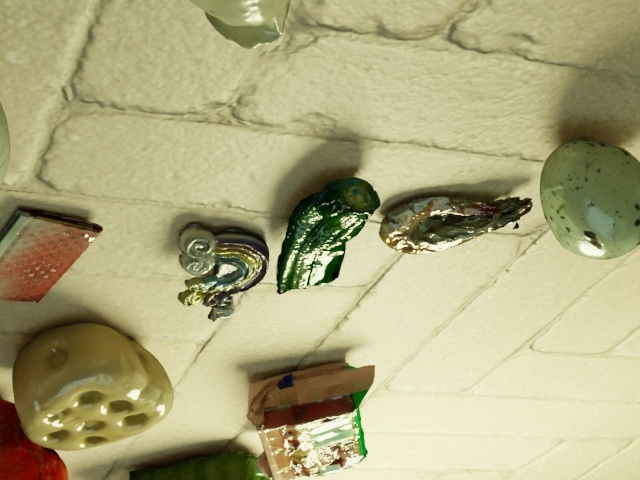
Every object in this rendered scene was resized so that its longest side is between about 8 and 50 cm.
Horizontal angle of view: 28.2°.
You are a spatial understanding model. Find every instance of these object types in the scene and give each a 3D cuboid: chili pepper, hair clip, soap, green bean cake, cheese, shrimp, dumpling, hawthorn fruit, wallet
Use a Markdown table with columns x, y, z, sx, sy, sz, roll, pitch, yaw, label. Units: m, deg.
| x | y | z | sx | sy | sz | roll | pitch | yaw | label |
| --- | --- | --- | --- | --- | --- | --- | --- | --- | --- |
| 0.000 | -0.002 | 1.511 | 0.098 | 0.061 | 0.224 | -3 | 152 | -22 | chili pepper |
| -0.120 | 0.033 | 1.563 | 0.116 | 0.049 | 0.172 | -14 | 146 | -20 | hair clip |
| -0.012 | 0.289 | 1.992 | 0.218 | 0.098 | 0.273 | -9 | 152 | 0 | soap |
| -0.190 | 0.473 | 2.207 | 0.250 | 0.156 | 0.247 | -15 | 149 | 11 | green bean cake |
| -0.310 | 0.199 | 1.721 | 0.218 | 0.117 | 0.235 | 6 | 147 | -28 | cheese |
| 0.164 | -0.024 | 1.543 | 0.190 | 0.042 | 0.101 | -11 | 144 | 5 | shrimp |
| -0.087 | -0.239 | 1.045 | 0.134 | 0.099 | 0.169 | 25 | 175 | 13 | dumpling |
| -0.454 | 0.325 | 1.819 | 0.272 | 0.242 | 0.242 | -43 | 158 | -19 | hawthorn fruit |
| -0.341 | 0.023 | 1.494 | 0.103 | 0.020 | 0.196 | 11 | 145 | -31 | wallet |

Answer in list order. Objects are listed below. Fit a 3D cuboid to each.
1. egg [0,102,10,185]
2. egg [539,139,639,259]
| x | y | z | sx | sy | sz | roll | pitch | yaw | label |
| --- | --- | --- | --- | --- | --- | --- | --- | --- | --- |
| -0.357 | -0.091 | 1.149 | 0.151 | 0.151 | 0.209 | -9 | 156 | -2 | egg |
| 0.310 | -0.049 | 1.453 | 0.131 | 0.131 | 0.164 | -30 | 132 | 33 | egg |
